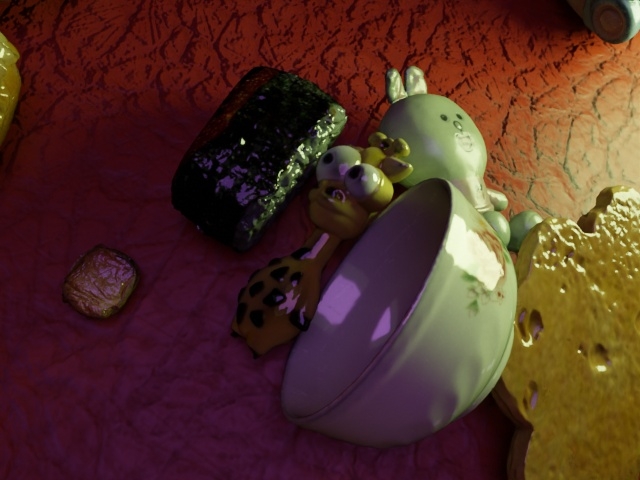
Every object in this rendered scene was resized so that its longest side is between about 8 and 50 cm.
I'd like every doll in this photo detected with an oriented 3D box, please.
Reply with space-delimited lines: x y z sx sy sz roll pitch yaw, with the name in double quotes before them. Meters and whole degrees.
"doll" 0.146 -0.082 0.753 0.154 0.113 0.275 -17 68 -34
"doll" -0.001 0.000 0.689 0.117 0.086 0.291 32 85 43

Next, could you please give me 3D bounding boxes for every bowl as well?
"bowl" 0.092 0.087 0.614 0.145 0.277 0.277 32 70 -10

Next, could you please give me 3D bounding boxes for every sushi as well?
"sushi" -0.067 -0.098 0.717 0.126 0.136 0.225 30 63 1

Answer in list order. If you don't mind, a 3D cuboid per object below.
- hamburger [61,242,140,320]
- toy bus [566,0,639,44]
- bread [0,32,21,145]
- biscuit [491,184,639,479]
"hamburger" -0.245 0.046 0.691 0.076 0.044 0.083 35 73 4
"toy bus" 0.416 -0.429 0.811 0.197 0.294 0.232 -32 68 -13
"bread" -0.501 -0.109 0.659 0.236 0.183 0.389 34 76 22
"biscuit" 0.298 0.117 0.693 0.269 0.051 0.376 21 80 -20
